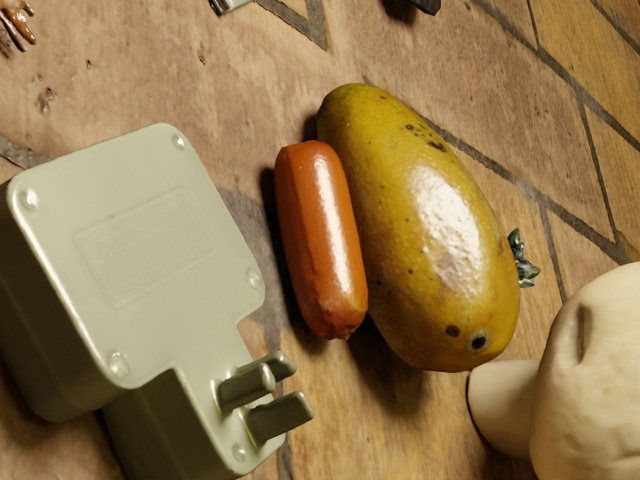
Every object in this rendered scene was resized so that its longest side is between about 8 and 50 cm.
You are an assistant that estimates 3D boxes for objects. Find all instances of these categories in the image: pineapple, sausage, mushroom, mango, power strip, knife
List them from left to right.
[{"bbox_3d":[-0.112,0.051,0.950,0.261,0.141,0.229,62,29,-2],"label":"power strip"},{"bbox_3d":[-0.076,-0.273,1.370,0.044,0.023,0.162,62,28,-11],"label":"knife"},{"bbox_3d":[0.000,0.000,1.247,0.076,0.076,0.197,15,58,-56],"label":"sausage"},{"bbox_3d":[0.094,-0.023,1.331,0.176,0.176,0.329,-9,75,-34],"label":"mango"},{"bbox_3d":[0.180,0.007,1.543,0.221,0.083,0.103,35,42,-48],"label":"pineapple"},{"bbox_3d":[0.340,0.210,1.380,0.353,0.353,0.325,25,43,-52],"label":"mushroom"}]

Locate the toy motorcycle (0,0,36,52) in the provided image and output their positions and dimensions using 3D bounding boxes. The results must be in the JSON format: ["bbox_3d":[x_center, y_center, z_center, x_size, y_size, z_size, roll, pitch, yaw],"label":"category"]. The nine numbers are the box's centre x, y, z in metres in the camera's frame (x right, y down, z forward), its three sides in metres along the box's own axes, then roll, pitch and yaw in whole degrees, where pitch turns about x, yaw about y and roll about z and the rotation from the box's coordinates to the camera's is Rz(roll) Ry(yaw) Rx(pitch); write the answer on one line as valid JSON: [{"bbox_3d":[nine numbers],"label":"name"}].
[{"bbox_3d":[-0.301,-0.280,0.871,0.401,0.134,0.207,47,40,-30],"label":"toy motorcycle"}]

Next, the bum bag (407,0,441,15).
[{"bbox_3d":[0.069,-0.439,1.677,0.340,0.095,0.144,62,13,-12],"label":"bum bag"}]
